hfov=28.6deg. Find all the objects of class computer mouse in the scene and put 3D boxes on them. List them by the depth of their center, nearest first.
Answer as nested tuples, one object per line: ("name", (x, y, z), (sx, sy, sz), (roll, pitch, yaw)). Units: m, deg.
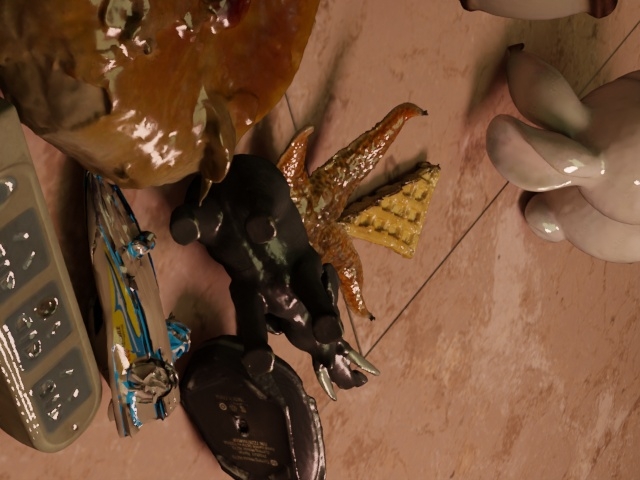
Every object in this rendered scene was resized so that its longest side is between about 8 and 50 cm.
("computer mouse", (-0.050, 0.144, 1.031), (0.062, 0.106, 0.192), (-55, 140, -42))

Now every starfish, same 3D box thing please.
("starfish", (0.000, -0.001, 1.062), (0.138, 0.050, 0.247), (-9, 126, -36))

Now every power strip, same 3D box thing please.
("power strip", (-0.202, 0.033, 0.808), (0.080, 0.048, 0.286), (-41, 139, -35))

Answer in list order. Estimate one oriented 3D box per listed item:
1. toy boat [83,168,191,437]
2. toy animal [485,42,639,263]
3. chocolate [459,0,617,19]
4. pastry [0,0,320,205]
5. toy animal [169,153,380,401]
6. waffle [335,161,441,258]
("toy boat", (-0.139, 0.038, 0.891), (0.084, 0.066, 0.210), (-80, 163, -65))
("toy animal", (0.316, -0.085, 1.335), (0.310, 0.247, 0.183), (40, 56, -71))
("chocolate", (0.170, -0.307, 1.002), (0.283, 0.283, 0.186), (-65, 162, -8))
("pastry", (-0.096, -0.156, 0.792), (0.236, 0.121, 0.257), (-44, 138, -34))
("toy animal", (-0.024, 0.044, 0.952), (0.269, 0.082, 0.137), (58, 12, -24))
("waffle", (0.058, -0.041, 1.162), (0.152, 0.023, 0.097), (17, 90, -55))
